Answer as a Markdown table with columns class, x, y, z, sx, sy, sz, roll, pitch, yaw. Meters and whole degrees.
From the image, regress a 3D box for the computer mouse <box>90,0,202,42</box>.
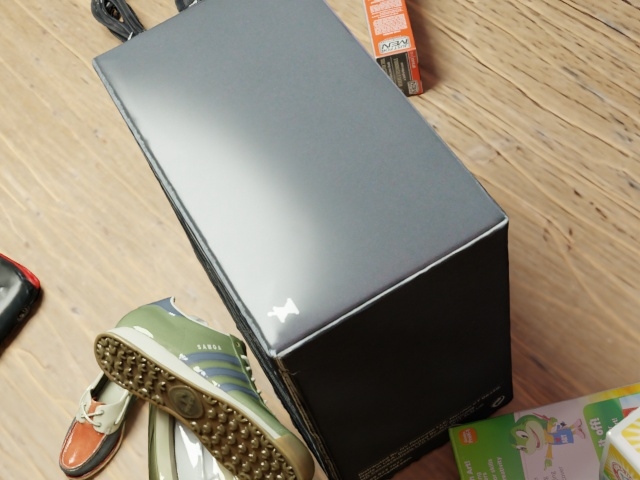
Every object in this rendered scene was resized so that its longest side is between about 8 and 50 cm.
| class | x | y | z | sx | sy | sz | roll | pitch | yaw |
| --- | --- | --- | --- | --- | --- | --- | --- | --- | --- |
| computer mouse | -0.128 | -0.295 | 1.148 | 0.184 | 0.060 | 0.262 | 40 | 86 | 24 |

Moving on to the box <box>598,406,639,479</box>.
| class | x | y | z | sx | sy | sz | roll | pitch | yaw |
| --- | --- | --- | --- | --- | --- | --- | --- | --- | --- |
| box | 0.306 | 0.133 | 0.709 | 0.203 | 0.103 | 0.114 | -35 | 59 | -10 |

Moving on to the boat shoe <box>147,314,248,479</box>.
| class | x | y | z | sx | sy | sz | roll | pitch | yaw |
| --- | --- | --- | --- | --- | --- | --- | --- | --- | --- |
| boat shoe | -0.084 | 0.192 | 0.826 | 0.103 | 0.113 | 0.302 | 0 | 55 | -12 |

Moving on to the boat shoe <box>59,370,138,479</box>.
| class | x | y | z | sx | sy | sz | roll | pitch | yaw |
| --- | --- | --- | --- | --- | --- | --- | --- | --- | --- |
| boat shoe | -0.188 | 0.144 | 0.905 | 0.049 | 0.043 | 0.137 | 24 | 68 | 21 |

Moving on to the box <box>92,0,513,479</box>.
| class | x | y | z | sx | sy | sz | roll | pitch | yaw |
| --- | --- | --- | --- | --- | --- | --- | --- | --- | --- |
| box | 0.000 | 0.000 | 0.803 | 0.183 | 0.294 | 0.296 | -31 | 59 | -7 |

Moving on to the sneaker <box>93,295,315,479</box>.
| class | x | y | z | sx | sy | sz | roll | pitch | yaw |
| --- | --- | --- | --- | --- | --- | --- | --- | --- | --- |
| sneaker | -0.072 | 0.108 | 0.783 | 0.192 | 0.064 | 0.086 | 34 | 40 | 9 |

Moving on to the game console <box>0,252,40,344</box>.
| class | x | y | z | sx | sy | sz | roll | pitch | yaw |
| --- | --- | --- | --- | --- | --- | --- | --- | --- | --- |
| game console | -0.505 | 0.117 | 0.989 | 0.342 | 0.060 | 0.386 | 28 | 69 | 19 |

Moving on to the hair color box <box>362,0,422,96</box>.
| class | x | y | z | sx | sy | sz | roll | pitch | yaw |
| --- | --- | --- | --- | --- | --- | --- | --- | --- | --- |
| hair color box | 0.069 | -0.221 | 1.051 | 0.043 | 0.072 | 0.141 | -11 | 59 | 5 |

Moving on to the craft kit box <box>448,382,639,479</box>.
| class | x | y | z | sx | sy | sz | roll | pitch | yaw |
| --- | --- | --- | --- | --- | --- | --- | --- | --- | --- |
| craft kit box | 0.242 | 0.231 | 0.756 | 0.247 | 0.061 | 0.249 | -12 | 58 | 2 |
